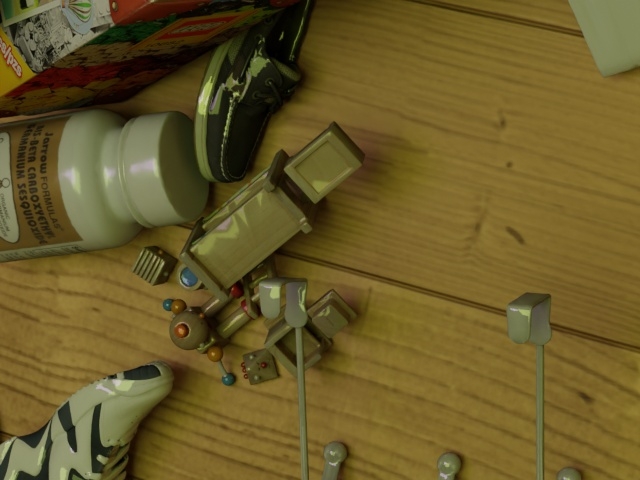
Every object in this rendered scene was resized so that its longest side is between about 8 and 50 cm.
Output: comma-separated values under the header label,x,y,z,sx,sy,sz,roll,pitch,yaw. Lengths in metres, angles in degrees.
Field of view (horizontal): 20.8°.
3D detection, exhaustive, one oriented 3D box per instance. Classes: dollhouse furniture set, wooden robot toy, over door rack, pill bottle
label,x,y,z,sx,sy,sz,roll,pitch,yaw
dollhouse furniture set,0.000,0.000,1.556,0.182,0.101,0.161,-39,102,19
wooden robot toy,-0.111,0.067,1.592,0.076,0.079,0.173,-44,76,18
over door rack,0.093,0.173,1.481,0.239,0.108,0.324,3,114,23
pill bottle,-0.226,-0.053,1.607,0.229,0.131,0.131,-7,89,22

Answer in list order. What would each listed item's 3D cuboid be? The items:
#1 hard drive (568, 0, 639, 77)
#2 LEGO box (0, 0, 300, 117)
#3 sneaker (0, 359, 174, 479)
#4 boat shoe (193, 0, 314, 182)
label,x,y,z,sx,sy,sz,roll,pitch,yaw
hard drive,0.331,-0.264,1.366,0.307,0.040,0.203,-17,118,22
LEGO box,-0.215,-0.389,1.476,0.372,0.193,0.500,-21,83,53
sneaker,-0.201,0.221,1.628,0.235,0.094,0.153,-33,81,20
boat shoe,-0.053,-0.156,1.560,0.073,0.080,0.223,16,93,26
